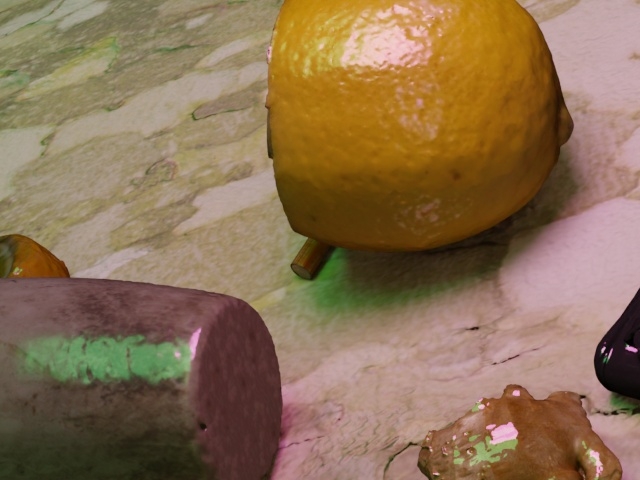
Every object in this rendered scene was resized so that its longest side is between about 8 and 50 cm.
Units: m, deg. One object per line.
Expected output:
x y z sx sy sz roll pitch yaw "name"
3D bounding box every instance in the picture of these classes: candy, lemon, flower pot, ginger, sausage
-0.422 0.109 2.273 0.260 0.118 0.260 -35 28 22 "candy"
0.119 -0.154 2.068 0.364 0.364 0.364 -19 38 16 "lemon"
-0.229 0.180 1.972 0.330 0.293 0.293 -2 45 23 "flower pot"
0.177 0.227 1.767 0.216 0.102 0.157 -24 64 1 "ginger"
0.000 0.000 2.208 0.031 0.031 0.107 5 50 38 "sausage"

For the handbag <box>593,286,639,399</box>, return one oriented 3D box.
0.423 0.058 1.811 0.244 0.088 0.275 8 52 45 "handbag"
